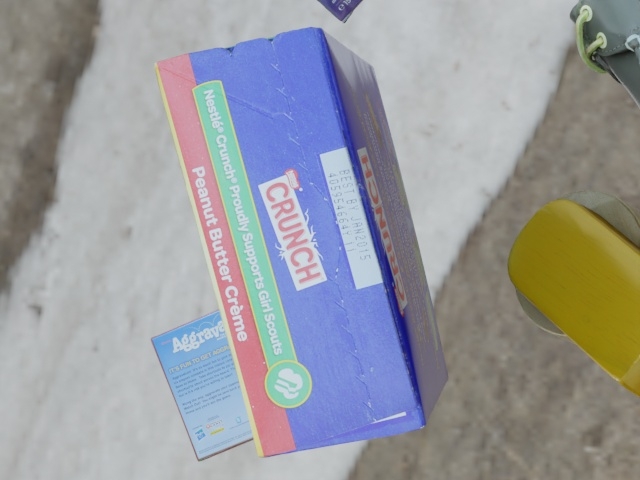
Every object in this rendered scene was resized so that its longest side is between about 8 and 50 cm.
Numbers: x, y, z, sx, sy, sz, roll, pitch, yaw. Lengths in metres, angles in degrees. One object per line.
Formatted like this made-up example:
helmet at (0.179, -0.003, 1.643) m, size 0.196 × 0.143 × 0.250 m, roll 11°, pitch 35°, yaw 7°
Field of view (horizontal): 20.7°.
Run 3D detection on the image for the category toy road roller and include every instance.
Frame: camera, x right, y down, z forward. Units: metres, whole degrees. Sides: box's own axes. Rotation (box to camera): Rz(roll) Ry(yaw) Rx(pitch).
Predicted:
toy road roller at (0.328, 0.036, 1.287) m, size 0.329 × 0.202 × 0.240 m, roll 41°, pitch 102°, yaw 39°

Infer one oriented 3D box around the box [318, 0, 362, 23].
box at (-0.001, -0.379, 2.005) m, size 0.153 × 0.207 × 0.108 m, roll -47°, pitch 15°, yaw 12°

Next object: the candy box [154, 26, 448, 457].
candy box at (0.000, 0.000, 1.252) m, size 0.317 × 0.122 × 0.268 m, roll -1°, pitch -103°, yaw -84°

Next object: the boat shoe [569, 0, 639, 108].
boat shoe at (0.218, -0.167, 1.227) m, size 0.109 × 0.091 × 0.305 m, roll 66°, pitch -165°, yaw -69°

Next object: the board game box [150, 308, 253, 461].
board game box at (-0.028, 0.117, 1.868) m, size 0.281 × 0.027 × 0.145 m, roll -23°, pitch 84°, yaw 10°
